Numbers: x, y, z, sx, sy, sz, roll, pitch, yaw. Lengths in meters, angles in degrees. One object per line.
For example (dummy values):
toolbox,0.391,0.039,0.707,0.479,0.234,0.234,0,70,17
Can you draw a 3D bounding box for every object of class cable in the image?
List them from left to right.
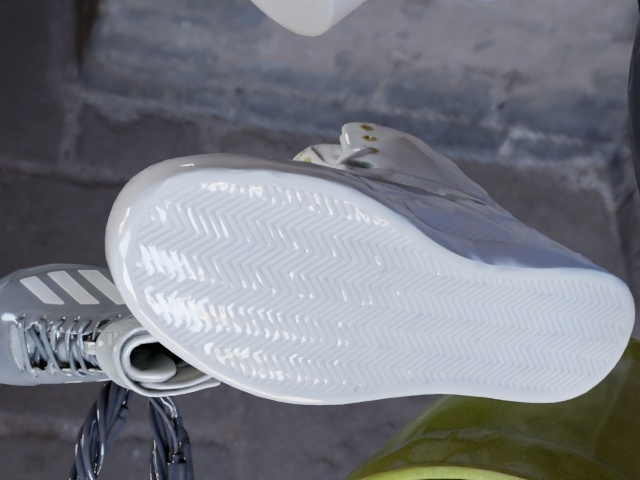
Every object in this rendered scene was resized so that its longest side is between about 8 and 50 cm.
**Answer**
cable,-0.172,0.192,1.332,0.047,0.184,0.150,5,15,33

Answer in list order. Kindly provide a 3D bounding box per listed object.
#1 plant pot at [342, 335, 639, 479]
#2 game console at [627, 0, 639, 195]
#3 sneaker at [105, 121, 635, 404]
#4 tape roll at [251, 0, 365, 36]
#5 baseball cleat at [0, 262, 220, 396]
plant pot,0.189,0.252,1.272,0.366,0.366,0.353,32,33,5
game console,0.203,-0.022,0.636,0.060,0.342,0.386,-10,52,2
sneaker,0.000,0.000,0.748,0.292,0.108,0.169,15,17,-36
tape roll,-0.009,-0.349,1.488,0.169,0.246,0.246,-40,74,-17
baseball cleat,-0.127,0.051,0.845,0.206,0.072,0.109,-11,13,13
